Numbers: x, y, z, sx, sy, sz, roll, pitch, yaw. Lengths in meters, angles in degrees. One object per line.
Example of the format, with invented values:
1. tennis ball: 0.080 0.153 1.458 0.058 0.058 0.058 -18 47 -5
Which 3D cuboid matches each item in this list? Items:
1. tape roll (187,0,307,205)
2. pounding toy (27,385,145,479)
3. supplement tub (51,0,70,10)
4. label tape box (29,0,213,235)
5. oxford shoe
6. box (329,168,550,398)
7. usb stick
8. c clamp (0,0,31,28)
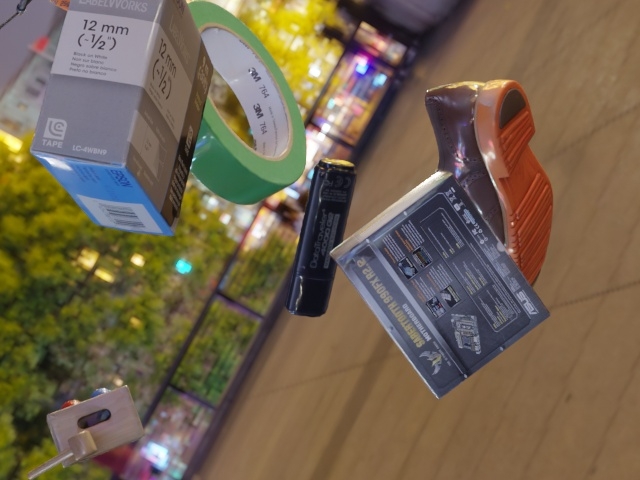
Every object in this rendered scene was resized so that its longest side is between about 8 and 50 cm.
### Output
1. tape roll: -0.144 -0.214 1.779 0.077 0.321 0.321 -28 22 26
2. pounding toy: -0.366 0.284 1.726 0.181 0.094 0.206 -19 -8 -17
3. supplement tub: -0.358 -0.500 1.753 0.207 0.207 0.338 -57 30 33
4. label tape box: -0.205 -0.208 1.323 0.249 0.115 0.347 72 -150 -72
5. oxford shoe: 0.236 -0.070 1.597 0.130 0.133 0.363 -50 -44 -38
6. box: 0.152 0.056 1.447 0.183 0.231 0.056 -37 12 -1
7. usb stick: 0.000 0.000 1.907 0.045 0.077 0.278 -118 38 -65
8. c clamp: -0.527 -0.449 2.086 0.137 0.022 0.161 -52 12 -23
